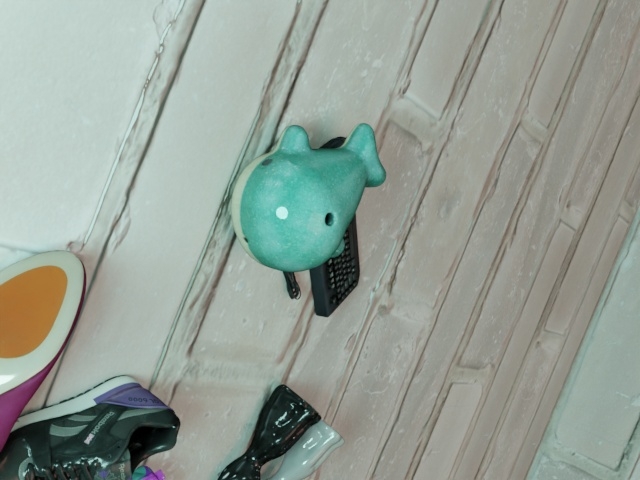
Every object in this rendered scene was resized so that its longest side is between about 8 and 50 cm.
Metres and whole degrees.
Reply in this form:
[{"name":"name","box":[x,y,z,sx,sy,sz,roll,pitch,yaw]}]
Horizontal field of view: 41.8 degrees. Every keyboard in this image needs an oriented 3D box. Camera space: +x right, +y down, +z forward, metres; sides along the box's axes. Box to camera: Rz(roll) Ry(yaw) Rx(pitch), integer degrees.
[{"name":"keyboard","box":[0.000,0.000,1.370,0.201,0.033,0.317,-39,137,-35]}]

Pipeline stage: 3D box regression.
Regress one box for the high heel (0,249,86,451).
[{"name":"high heel","box":[-0.381,0.182,0.915,0.377,0.127,0.181,-54,174,-26]}]

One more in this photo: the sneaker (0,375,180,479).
[{"name":"sneaker","box":[-0.297,0.263,1.023,0.283,0.124,0.107,-29,131,-43]}]

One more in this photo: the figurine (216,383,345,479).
[{"name":"figurine","box":[-0.075,0.381,1.456,0.209,0.092,0.215,-49,144,-12]}]

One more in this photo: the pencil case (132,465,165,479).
[{"name":"pencil case","box":[-0.287,0.367,1.153,0.152,0.064,0.070,-19,149,-49]}]

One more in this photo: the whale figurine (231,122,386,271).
[{"name":"whale figurine","box":[0.006,-0.066,1.201,0.272,0.141,0.216,-34,119,-29]}]
